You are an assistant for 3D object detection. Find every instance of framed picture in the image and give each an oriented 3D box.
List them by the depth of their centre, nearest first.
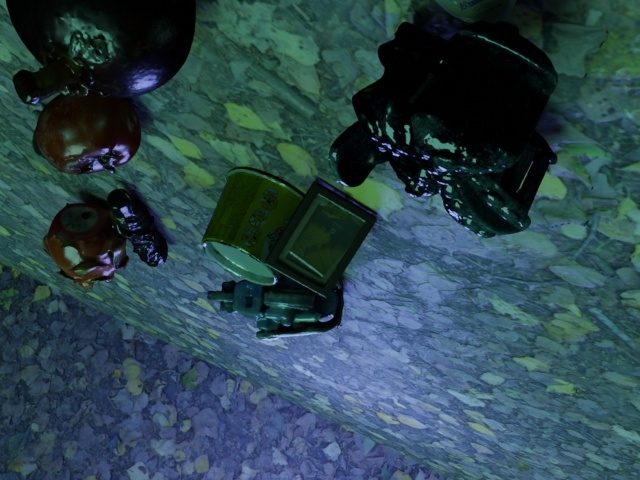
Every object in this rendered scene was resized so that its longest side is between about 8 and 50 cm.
[{"bbox_3d":[0.000,0.000,1.322,0.128,0.168,0.023,30,-167,-10],"label":"framed picture"}]

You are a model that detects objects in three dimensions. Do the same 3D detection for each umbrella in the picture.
[{"bbox_3d":[-0.441,-0.025,1.858,0.094,0.090,0.326,43,165,21],"label":"umbrella"}]

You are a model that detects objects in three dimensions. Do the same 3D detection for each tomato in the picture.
[{"bbox_3d":[-0.403,-0.199,1.351,0.187,0.151,0.187,-16,165,-4],"label":"tomato"}]

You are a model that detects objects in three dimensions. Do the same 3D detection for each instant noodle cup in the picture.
[{"bbox_3d":[-0.122,-0.020,1.423,0.205,0.153,0.205,23,157,11],"label":"instant noodle cup"}]

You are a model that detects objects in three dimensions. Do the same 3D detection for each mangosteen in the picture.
[{"bbox_3d":[-0.274,-0.253,0.914,0.236,0.261,0.235,22,156,10],"label":"mangosteen"}]

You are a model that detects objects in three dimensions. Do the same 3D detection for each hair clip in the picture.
[{"bbox_3d":[0.137,-0.115,0.820,0.206,0.194,0.310,26,173,23],"label":"hair clip"}]

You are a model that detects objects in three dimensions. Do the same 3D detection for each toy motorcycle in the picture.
[{"bbox_3d":[-0.088,0.153,1.729,0.319,0.182,0.241,0,146,47],"label":"toy motorcycle"}]

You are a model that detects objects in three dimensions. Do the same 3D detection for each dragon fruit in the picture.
[{"bbox_3d":[-0.592,0.012,1.961,0.224,0.224,0.227,20,152,16],"label":"dragon fruit"}]

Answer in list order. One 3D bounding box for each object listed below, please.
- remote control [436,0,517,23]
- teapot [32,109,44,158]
[{"bbox_3d":[0.093,-0.292,0.698,0.244,0.047,0.087,37,160,-25],"label":"remote control"},{"bbox_3d":[-0.513,-0.200,1.524,0.149,0.111,0.108,4,164,34],"label":"teapot"}]
